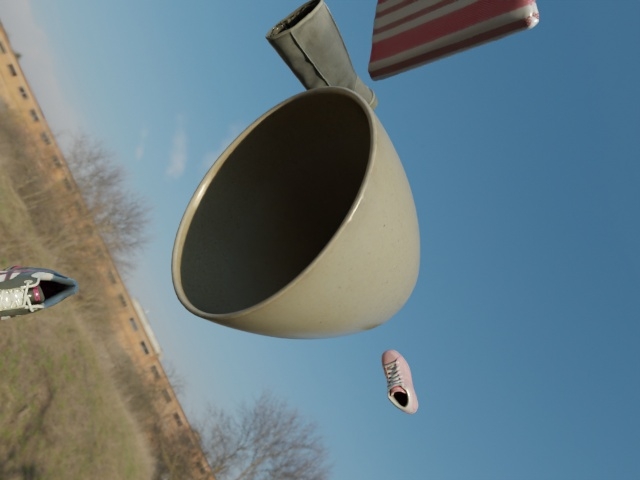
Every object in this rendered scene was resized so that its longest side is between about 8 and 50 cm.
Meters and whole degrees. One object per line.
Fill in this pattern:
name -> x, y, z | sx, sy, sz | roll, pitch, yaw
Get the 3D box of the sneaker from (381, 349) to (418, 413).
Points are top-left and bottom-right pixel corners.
sneaker -> 0.153, 0.278, 1.104 | 0.070, 0.051, 0.134 | 36, 31, -61

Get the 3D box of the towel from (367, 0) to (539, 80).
towel -> 0.106, -0.225, 0.420 | 0.144, 0.029, 0.197 | -2, -104, 50

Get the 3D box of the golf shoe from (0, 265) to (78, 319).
golf shoe -> -0.553, 0.091, 0.954 | 0.120, 0.273, 0.105 | -3, -83, 21

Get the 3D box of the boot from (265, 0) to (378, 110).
boot -> -0.019, -0.252, 0.899 | 0.208, 0.190, 0.076 | 41, 10, -47

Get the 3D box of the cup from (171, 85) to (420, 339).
cup -> 0.000, 0.000, 0.746 | 0.237, 0.331, 0.331 | 39, -4, -39
